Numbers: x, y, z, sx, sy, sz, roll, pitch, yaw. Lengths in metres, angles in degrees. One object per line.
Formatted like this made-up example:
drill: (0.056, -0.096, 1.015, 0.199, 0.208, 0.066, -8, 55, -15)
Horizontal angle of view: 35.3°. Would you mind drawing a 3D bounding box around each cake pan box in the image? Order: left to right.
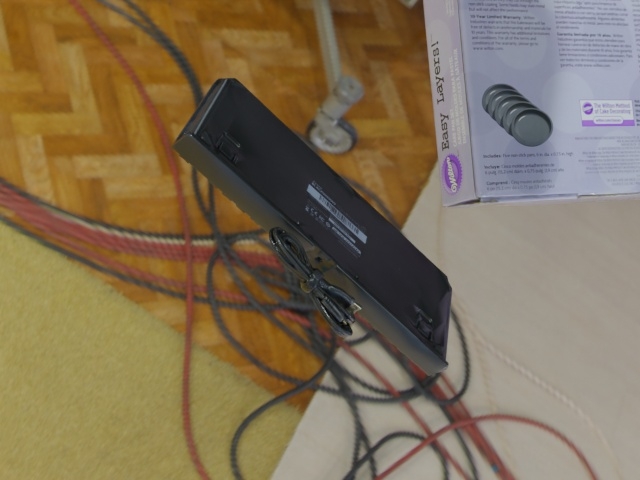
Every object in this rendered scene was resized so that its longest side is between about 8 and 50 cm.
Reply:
cake pan box: (0.221, -0.155, 0.863, 0.267, 0.070, 0.245, -5, 88, -22)

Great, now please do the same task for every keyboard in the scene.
keyboard: (0.000, 0.000, 0.517, 0.180, 0.023, 0.108, 41, 30, -16)
